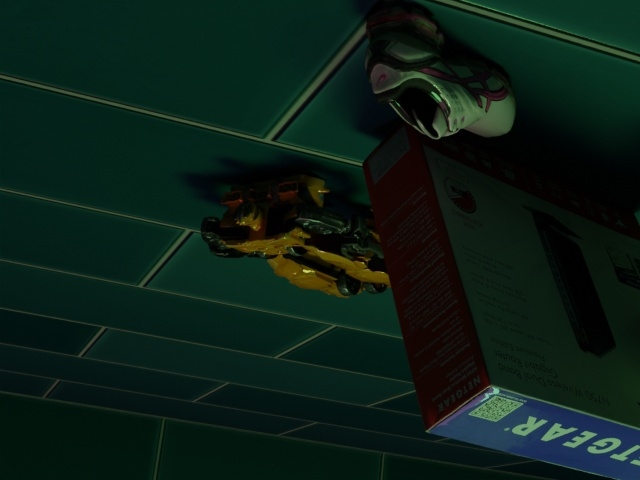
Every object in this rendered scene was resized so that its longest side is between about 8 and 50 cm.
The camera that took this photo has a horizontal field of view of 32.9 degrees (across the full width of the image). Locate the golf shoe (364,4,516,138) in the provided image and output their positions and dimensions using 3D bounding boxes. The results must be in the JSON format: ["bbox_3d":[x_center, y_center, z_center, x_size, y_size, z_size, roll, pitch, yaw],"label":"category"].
[{"bbox_3d":[0.097,-0.115,0.885,0.067,0.086,0.186,-12,156,40],"label":"golf shoe"}]

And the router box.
[{"bbox_3d":[0.215,0.063,1.030,0.335,0.301,0.082,19,133,-34],"label":"router box"}]

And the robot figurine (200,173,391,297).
[{"bbox_3d":[0.000,0.000,1.260,0.211,0.085,0.291,-8,158,35],"label":"robot figurine"}]
